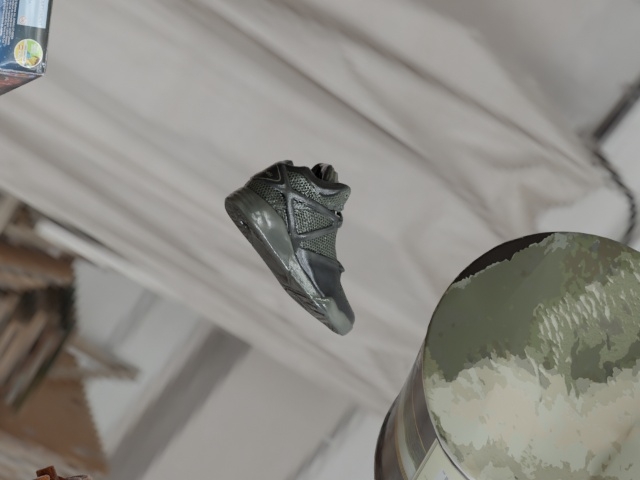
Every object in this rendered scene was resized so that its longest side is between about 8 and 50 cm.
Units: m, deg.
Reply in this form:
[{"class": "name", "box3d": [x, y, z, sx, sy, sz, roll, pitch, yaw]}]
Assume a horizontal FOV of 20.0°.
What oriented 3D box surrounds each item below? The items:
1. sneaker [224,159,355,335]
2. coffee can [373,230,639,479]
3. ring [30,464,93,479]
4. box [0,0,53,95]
[{"class": "sneaker", "box3d": [0.000, 0.000, 2.037, 0.130, 0.227, 0.087, -42, -153, -15]}, {"class": "coffee can", "box3d": [0.154, 0.135, 1.307, 0.275, 0.201, 0.201, 104, 8, -69]}, {"class": "ring", "box3d": [-0.405, 0.293, 1.913, 0.336, 0.336, 0.032, -18, -91, 54]}, {"class": "box", "box3d": [-0.258, -0.205, 1.477, 0.233, 0.044, 0.159, -179, -85, -71]}]
